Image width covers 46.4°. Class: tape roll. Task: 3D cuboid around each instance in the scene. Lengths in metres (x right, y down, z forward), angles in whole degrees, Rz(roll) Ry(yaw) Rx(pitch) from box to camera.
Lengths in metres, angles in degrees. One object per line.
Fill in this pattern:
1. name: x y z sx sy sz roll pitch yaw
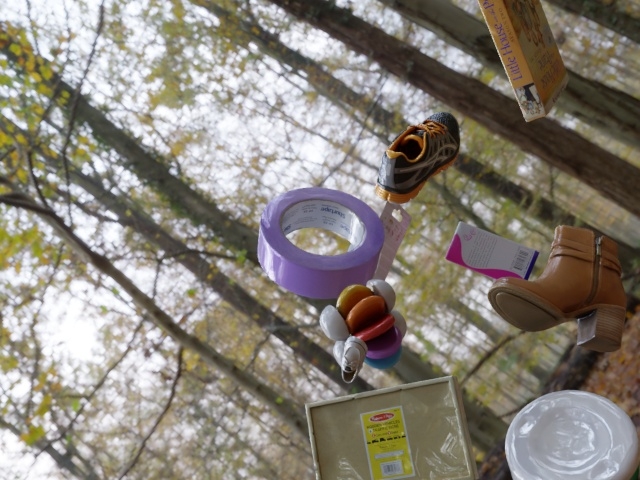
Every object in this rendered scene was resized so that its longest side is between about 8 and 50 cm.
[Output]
1. tape roll: 0.000 0.000 1.652 0.275 0.274 0.090 -38 -30 -39

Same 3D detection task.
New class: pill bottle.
1. pill bottle: 0.443 0.438 1.250 0.204 0.204 0.361 -45 -50 -27

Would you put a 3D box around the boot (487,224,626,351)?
1. boot: 0.435 0.059 1.356 0.109 0.283 0.220 125 160 -60

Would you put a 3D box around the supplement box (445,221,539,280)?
1. supplement box: 0.458 0.041 2.003 0.114 0.220 0.111 9 -77 -78

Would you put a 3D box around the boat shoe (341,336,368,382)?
1. boat shoe: 0.048 0.185 1.137 0.100 0.035 0.035 98 -165 -51

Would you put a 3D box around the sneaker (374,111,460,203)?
1. sneaker: 0.156 -0.144 1.143 0.215 0.084 0.083 -50 -31 -38

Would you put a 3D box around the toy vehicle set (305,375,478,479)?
1. toy vehicle set: 0.113 0.331 1.242 0.266 0.166 0.035 -15 -17 19

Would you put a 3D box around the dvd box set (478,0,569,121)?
1. dvd box set: 0.485 -0.533 1.824 0.062 0.420 0.307 -16 17 35

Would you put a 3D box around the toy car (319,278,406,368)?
1. toy car: 0.101 0.176 1.459 0.159 0.136 0.182 -31 -61 -16

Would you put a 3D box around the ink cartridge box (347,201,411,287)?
1. ink cartridge box: 0.146 0.011 1.957 0.189 0.066 0.232 35 -108 -60
